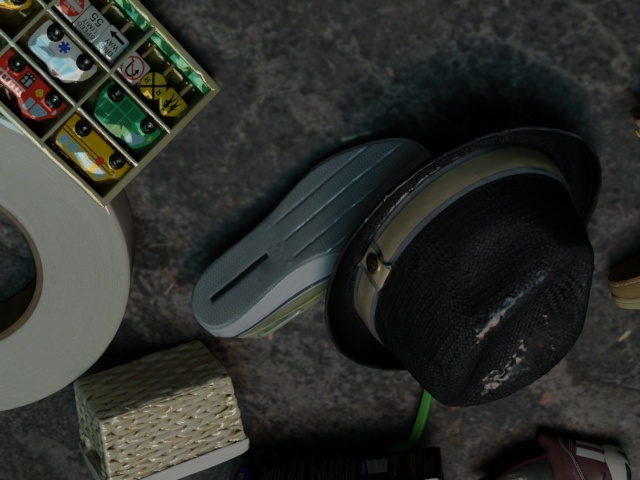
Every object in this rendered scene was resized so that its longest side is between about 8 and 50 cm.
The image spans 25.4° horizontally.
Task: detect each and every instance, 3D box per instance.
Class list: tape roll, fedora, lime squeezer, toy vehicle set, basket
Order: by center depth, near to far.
[{"bbox_3d":[-0.241,-0.178,1.329,0.166,0.035,0.267,-47,116,-5],"label":"toy vehicle set"},{"bbox_3d":[0.170,0.051,1.402,0.334,0.152,0.334,-19,142,-16],"label":"fedora"},{"bbox_3d":[-0.388,0.012,1.470,0.392,0.072,0.392,-1,123,-2],"label":"tape roll"},{"bbox_3d":[-0.176,0.190,1.539,0.167,0.113,0.103,-17,118,-21],"label":"basket"},{"bbox_3d":[0.063,0.260,1.664,0.310,0.059,0.110,-43,82,23],"label":"lime squeezer"}]

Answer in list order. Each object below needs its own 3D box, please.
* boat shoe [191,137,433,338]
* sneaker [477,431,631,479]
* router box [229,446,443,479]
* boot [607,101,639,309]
[{"bbox_3d":[0.000,0.000,1.469,0.302,0.109,0.094,-34,155,17],"label":"boat shoe"},{"bbox_3d":[0.243,0.349,1.678,0.162,0.106,0.281,20,98,-4],"label":"sneaker"},{"bbox_3d":[0.034,0.399,1.628,0.243,0.081,0.309,-6,109,5],"label":"router box"},{"bbox_3d":[0.363,-0.049,1.435,0.262,0.095,0.203,-27,106,42],"label":"boot"}]
